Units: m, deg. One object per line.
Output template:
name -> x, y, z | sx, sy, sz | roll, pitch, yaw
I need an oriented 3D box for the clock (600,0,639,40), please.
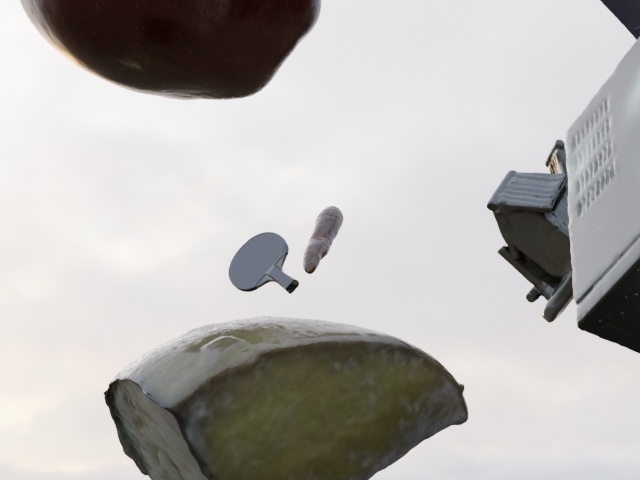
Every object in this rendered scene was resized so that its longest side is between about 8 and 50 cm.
clock -> 0.460, -0.403, 2.277 | 0.073, 0.144, 0.193 | -27, -47, 30

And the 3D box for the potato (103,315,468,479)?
potato -> -0.041, 0.119, 1.325 | 0.264, 0.189, 0.211 | -30, 25, -20

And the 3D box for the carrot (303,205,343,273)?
carrot -> 0.000, 0.001, 2.001 | 0.035, 0.036, 0.165 | -5, 29, 18

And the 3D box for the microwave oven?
microwave oven -> 0.501, -0.019, 1.576 | 0.432, 0.374, 0.236 | 23, -48, -15

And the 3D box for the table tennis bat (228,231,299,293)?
table tennis bat -> -0.075, 0.037, 2.078 | 0.014, 0.095, 0.158 | 47, -8, -35

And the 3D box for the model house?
model house -> 0.321, -0.029, 2.041 | 0.229, 0.188, 0.122 | -45, 1, -38

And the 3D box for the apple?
apple -> -0.155, -0.283, 1.502 | 0.288, 0.288, 0.317 | -9, -27, 32
